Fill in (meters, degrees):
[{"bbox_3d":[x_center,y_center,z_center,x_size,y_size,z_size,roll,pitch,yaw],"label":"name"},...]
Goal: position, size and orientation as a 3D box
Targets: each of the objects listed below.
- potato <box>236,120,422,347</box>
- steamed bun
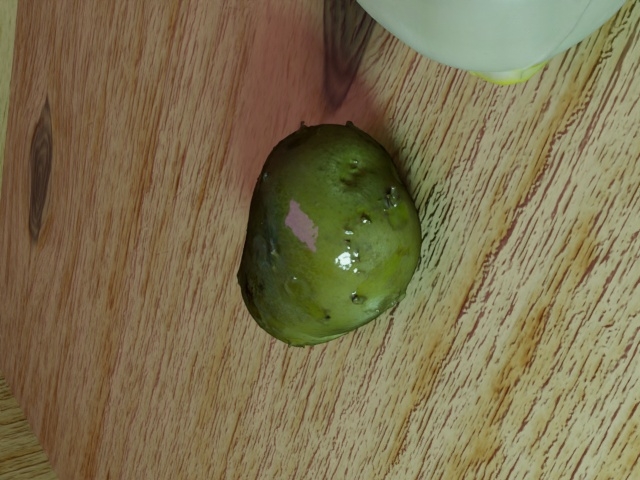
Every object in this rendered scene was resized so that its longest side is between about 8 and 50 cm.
[{"bbox_3d":[0.005,0.018,1.379,0.359,0.219,0.269,109,144,-45],"label":"potato"},{"bbox_3d":[0.155,-0.347,0.989,0.374,0.334,0.334,58,139,26],"label":"steamed bun"}]
